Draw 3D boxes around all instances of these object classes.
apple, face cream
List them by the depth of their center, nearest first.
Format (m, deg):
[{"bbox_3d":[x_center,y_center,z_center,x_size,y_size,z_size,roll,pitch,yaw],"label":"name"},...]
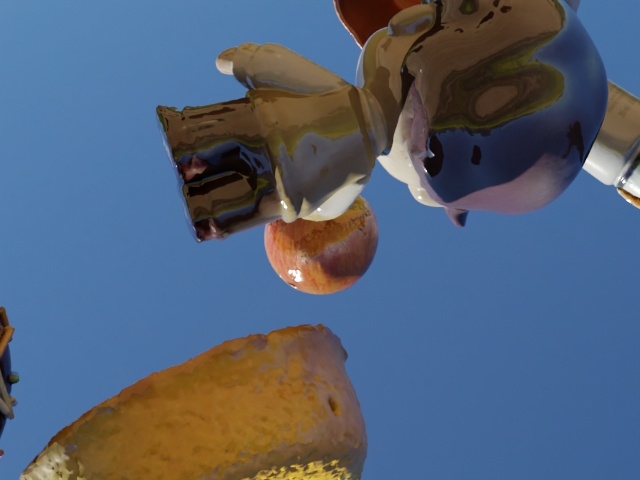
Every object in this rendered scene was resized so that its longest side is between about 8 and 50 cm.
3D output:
[{"bbox_3d":[0.243,-0.144,1.595,0.314,0.089,0.143,38,-139,10],"label":"face cream"},{"bbox_3d":[0.000,0.000,1.933,0.146,0.146,0.146,-14,-153,7],"label":"apple"}]

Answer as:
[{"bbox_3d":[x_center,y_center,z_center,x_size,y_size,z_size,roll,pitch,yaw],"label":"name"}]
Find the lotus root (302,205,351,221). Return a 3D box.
[{"bbox_3d":[-0.003,-0.056,1.596,0.062,0.073,0.150,10,177,-29],"label":"lotus root"}]

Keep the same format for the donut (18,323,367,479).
[{"bbox_3d":[-0.087,0.186,1.234,0.302,0.303,0.110,-25,-112,-13],"label":"donut"}]

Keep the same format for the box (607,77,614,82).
[{"bbox_3d":[0.371,-0.148,1.922,0.048,0.115,0.025,-52,177,23],"label":"box"}]

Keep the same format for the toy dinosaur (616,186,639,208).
[{"bbox_3d":[0.333,-0.020,1.266,0.212,0.142,0.057,40,-141,22],"label":"toy dinosaur"}]

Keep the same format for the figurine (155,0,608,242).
[{"bbox_3d":[0.058,-0.102,1.314,0.364,0.218,0.206,-13,-172,5],"label":"figurine"}]

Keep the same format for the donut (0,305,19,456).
[{"bbox_3d":[-0.338,0.102,1.136,0.269,0.270,0.103,-35,-157,-30],"label":"donut"}]

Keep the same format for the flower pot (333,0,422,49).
[{"bbox_3d":[0.121,-0.328,2.030,0.190,0.191,0.173,-11,-163,13],"label":"flower pot"}]
